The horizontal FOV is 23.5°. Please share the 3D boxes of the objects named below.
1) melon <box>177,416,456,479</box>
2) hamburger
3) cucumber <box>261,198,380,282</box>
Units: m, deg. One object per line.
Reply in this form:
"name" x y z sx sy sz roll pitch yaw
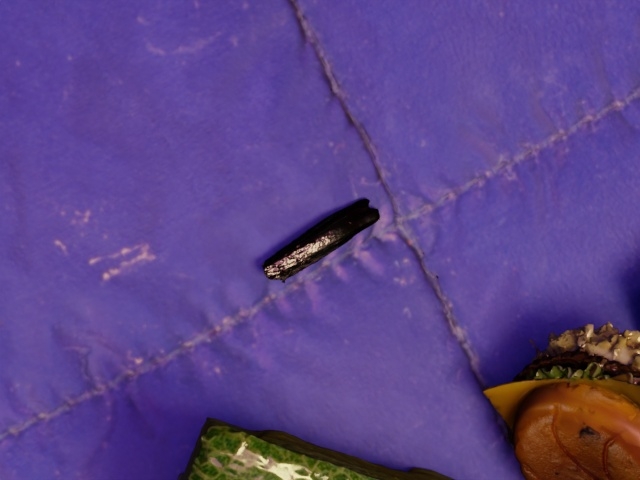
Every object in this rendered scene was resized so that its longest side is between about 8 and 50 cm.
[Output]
"melon" 0.019 0.281 1.484 0.343 0.226 0.331 14 127 -6
"hamburger" 0.298 0.194 1.502 0.138 0.243 0.262 -43 118 -35
"cucumber" 0.000 0.000 1.560 0.135 0.034 0.033 -34 89 -6
